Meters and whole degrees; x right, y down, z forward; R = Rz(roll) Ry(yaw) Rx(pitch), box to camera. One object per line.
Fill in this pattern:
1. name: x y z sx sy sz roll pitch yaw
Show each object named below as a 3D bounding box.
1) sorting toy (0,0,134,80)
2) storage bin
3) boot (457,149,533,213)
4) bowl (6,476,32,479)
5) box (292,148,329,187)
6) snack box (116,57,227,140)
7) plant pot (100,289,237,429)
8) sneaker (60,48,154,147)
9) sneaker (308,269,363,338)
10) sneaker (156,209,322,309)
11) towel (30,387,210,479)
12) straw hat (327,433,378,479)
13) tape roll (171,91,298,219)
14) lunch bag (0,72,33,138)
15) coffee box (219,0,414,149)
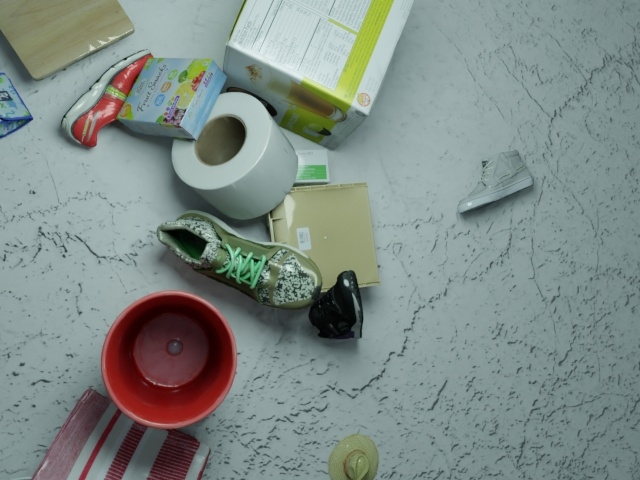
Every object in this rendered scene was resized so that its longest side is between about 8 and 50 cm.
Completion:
1. sorting toy: -0.615 -0.530 1.334 0.257 0.089 0.255 -34 93 -15
2. storage bin: 0.000 0.000 1.421 0.260 0.123 0.262 -6 86 -14
3. boot: 0.465 -0.167 1.577 0.258 0.095 0.123 -22 84 -23
4. bowl: -0.610 0.632 1.199 0.298 0.134 0.298 2 84 -15
5. box: -0.037 -0.177 1.438 0.101 0.102 0.087 -3 83 -13
6. snack box: -0.338 -0.323 1.288 0.207 0.070 0.174 11 72 32
7. plant pot: -0.326 0.248 1.251 0.275 0.243 0.275 1 84 -13
8. sneaker: -0.487 -0.337 1.358 0.118 0.107 0.279 45 78 -26
9. sneaker: 0.033 0.169 1.336 0.124 0.283 0.107 -8 57 -1
10. sneaker: -0.197 0.052 1.271 0.410 0.182 0.158 21 97 15
11. towel: -0.417 0.489 1.237 0.329 0.037 0.237 30 40 -12
12. straw hat: 0.092 0.561 1.419 0.144 0.061 0.144 1 84 -15
13. tape roll: -0.193 -0.191 1.311 0.246 0.169 0.246 -7 66 17
14. lunch bag: -0.750 -0.298 1.281 0.151 0.096 0.129 -32 90 -29
15. coffee box: -0.022 -0.464 1.348 0.334 0.337 0.338 23 80 -10
